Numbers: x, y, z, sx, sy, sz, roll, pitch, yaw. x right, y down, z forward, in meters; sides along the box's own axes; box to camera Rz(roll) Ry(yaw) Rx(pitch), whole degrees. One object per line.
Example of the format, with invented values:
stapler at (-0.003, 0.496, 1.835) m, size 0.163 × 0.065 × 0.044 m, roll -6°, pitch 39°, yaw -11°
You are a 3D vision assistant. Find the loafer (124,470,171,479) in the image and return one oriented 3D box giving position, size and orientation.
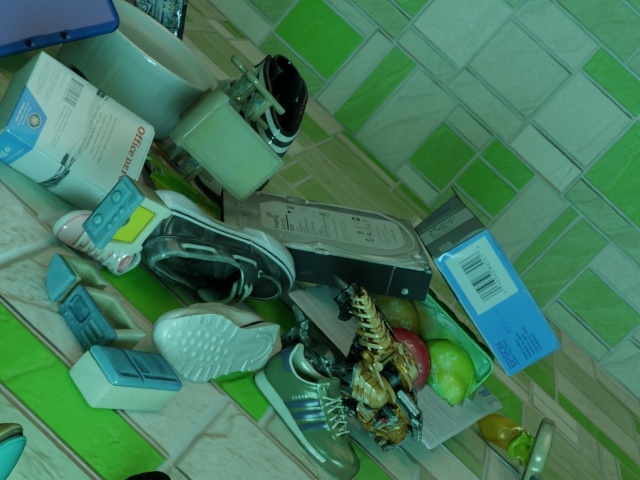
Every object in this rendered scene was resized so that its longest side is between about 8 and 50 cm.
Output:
loafer at (-0.157, 0.265, 1.032) m, size 0.170 × 0.062 × 0.061 m, roll -112°, pitch -169°, yaw -73°

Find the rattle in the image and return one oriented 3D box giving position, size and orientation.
rattle at (0.329, 0.378, 1.958) m, size 0.143 × 0.130 × 0.199 m, roll 32°, pitch 41°, yaw 3°

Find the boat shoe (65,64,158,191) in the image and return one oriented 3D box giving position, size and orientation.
boat shoe at (-0.303, -0.126, 1.659) m, size 0.319 × 0.099 × 0.116 m, roll 47°, pitch 13°, yaw 14°

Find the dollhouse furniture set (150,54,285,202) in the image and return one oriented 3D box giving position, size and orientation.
dollhouse furniture set at (-0.181, -0.192, 1.852) m, size 0.161 × 0.212 × 0.242 m, roll 46°, pitch 3°, yaw -37°

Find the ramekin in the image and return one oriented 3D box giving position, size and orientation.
ramekin at (-0.330, -0.305, 2.027) m, size 0.277 × 0.135 × 0.277 m, roll 38°, pitch 15°, yaw -12°

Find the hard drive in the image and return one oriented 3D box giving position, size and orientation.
hard drive at (0.000, 0.000, 1.875) m, size 0.339 × 0.064 × 0.237 m, roll 9°, pitch 21°, yaw -8°

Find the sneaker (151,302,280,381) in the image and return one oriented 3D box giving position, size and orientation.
sneaker at (-0.149, 0.118, 1.437) m, size 0.095 × 0.090 × 0.235 m, roll 31°, pitch 6°, yaw 28°

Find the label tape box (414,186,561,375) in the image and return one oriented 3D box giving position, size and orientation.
label tape box at (0.270, 0.062, 1.952) m, size 0.240 × 0.106 × 0.333 m, roll 57°, pitch 4°, yaw -13°

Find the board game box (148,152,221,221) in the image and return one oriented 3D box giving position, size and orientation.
board game box at (-0.240, -0.074, 1.793) m, size 0.181 × 0.043 × 0.092 m, roll 38°, pitch 15°, yaw -18°

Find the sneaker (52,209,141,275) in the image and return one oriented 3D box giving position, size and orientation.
sneaker at (-0.277, 0.005, 1.447) m, size 0.070 × 0.051 × 0.134 m, roll 44°, pitch 9°, yaw 27°

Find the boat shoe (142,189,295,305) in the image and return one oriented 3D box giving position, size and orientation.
boat shoe at (-0.149, 0.042, 1.605) m, size 0.335 × 0.121 × 0.119 m, roll 26°, pitch 43°, yaw -50°

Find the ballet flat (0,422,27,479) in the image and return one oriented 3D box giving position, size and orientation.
ballet flat at (-0.290, 0.183, 0.853) m, size 0.073 × 0.080 × 0.232 m, roll 27°, pitch 14°, yaw -1°

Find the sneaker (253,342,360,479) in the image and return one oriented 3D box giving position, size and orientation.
sneaker at (-0.001, 0.218, 1.494) m, size 0.192 × 0.086 × 0.064 m, roll 47°, pitch 15°, yaw 17°

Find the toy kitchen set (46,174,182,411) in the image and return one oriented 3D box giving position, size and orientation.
toy kitchen set at (-0.212, 0.054, 1.243) m, size 0.207 × 0.166 × 0.122 m, roll 50°, pitch 16°, yaw 26°

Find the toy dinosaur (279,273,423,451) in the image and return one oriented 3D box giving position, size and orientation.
toy dinosaur at (0.071, 0.163, 1.561) m, size 0.164 × 0.321 × 0.218 m, roll -21°, pitch 50°, yaw -36°

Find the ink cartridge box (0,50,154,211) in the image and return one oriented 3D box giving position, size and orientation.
ink cartridge box at (-0.335, -0.138, 1.529) m, size 0.191 × 0.082 × 0.139 m, roll 36°, pitch 52°, yaw -30°

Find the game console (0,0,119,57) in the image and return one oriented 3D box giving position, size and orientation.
game console at (-0.515, -0.414, 1.832) m, size 0.250 × 0.173 × 0.293 m, roll 19°, pitch 30°, yaw 39°

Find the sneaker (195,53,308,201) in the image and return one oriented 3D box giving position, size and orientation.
sneaker at (-0.144, -0.260, 2.153) m, size 0.169 × 0.257 × 0.447 m, roll 31°, pitch 18°, yaw -37°

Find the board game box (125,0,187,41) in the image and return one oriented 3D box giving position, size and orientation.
board game box at (-0.360, -0.418, 2.179) m, size 0.194 × 0.194 × 0.060 m, roll 10°, pitch 15°, yaw 4°

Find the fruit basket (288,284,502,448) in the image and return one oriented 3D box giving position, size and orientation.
fruit basket at (0.127, 0.190, 1.861) m, size 0.327 × 0.165 × 0.353 m, roll 46°, pitch 27°, yaw 16°
